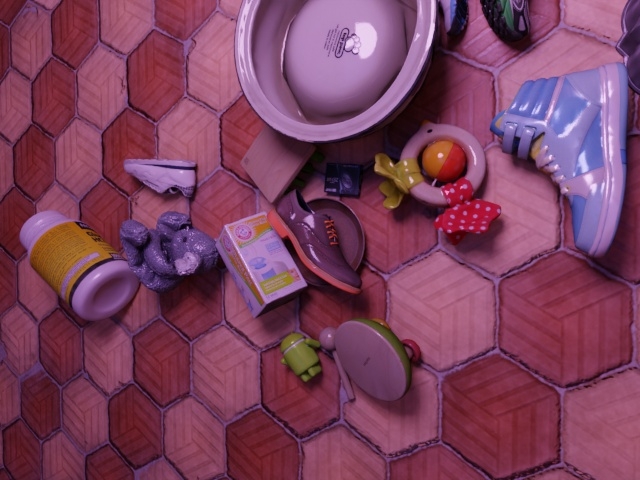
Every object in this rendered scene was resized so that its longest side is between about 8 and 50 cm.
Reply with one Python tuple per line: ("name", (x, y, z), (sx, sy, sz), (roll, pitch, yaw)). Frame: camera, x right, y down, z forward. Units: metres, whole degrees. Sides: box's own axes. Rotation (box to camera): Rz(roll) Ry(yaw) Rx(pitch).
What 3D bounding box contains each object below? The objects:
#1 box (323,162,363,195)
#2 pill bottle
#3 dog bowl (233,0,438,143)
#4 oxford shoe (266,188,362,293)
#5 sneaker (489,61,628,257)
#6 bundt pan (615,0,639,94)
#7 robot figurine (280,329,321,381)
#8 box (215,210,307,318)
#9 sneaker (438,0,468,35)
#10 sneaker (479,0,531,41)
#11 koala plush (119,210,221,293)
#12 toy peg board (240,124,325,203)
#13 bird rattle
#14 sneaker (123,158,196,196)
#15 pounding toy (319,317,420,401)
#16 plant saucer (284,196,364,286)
("box", (0.051, -0.136, 1.009), (0.083, 0.018, 0.067), (9, 95, 26))
("pill bottle", (-0.687, 0.059, 1.285), (0.333, 0.188, 0.188), (35, 106, 21))
("dog bowl", (0.038, -0.384, 0.893), (0.407, 0.150, 0.409), (1, 92, 25))
("oxford shoe", (0.000, 0.000, 0.959), (0.271, 0.097, 0.098), (45, 103, 18))
("sneaker", (0.398, -0.133, 0.783), (0.208, 0.127, 0.320), (3, 83, 24))
("bundt pan", (0.630, -0.339, 0.661), (0.330, 0.124, 0.331), (0, 91, 26))
("robot figurine", (-0.047, 0.262, 1.043), (0.101, 0.067, 0.115), (-45, 73, 25))
("box", (-0.139, 0.054, 1.038), (0.203, 0.114, 0.103), (60, 146, 13))
("sneaker", (0.240, -0.485, 0.885), (0.082, 0.071, 0.191), (-3, 82, 33))
("sneaker", (0.353, -0.527, 0.788), (0.146, 0.134, 0.344), (1, 99, 12))
("koala plush", (-0.336, 0.033, 1.123), (0.221, 0.196, 0.204), (-2, 102, 26))
("toy peg board", (-0.082, -0.187, 1.053), (0.161, 0.079, 0.161), (-51, 55, 18))
("bird rattle", (0.230, -0.123, 0.868), (0.253, 0.143, 0.207), (25, 86, 20))
("sneaker", (-0.434, -0.171, 1.215), (0.234, 0.090, 0.095), (8, 105, 27))
("pounding toy", (0.118, 0.229, 0.958), (0.236, 0.110, 0.183), (-30, 89, 53))
("plant saucer", (0.012, 0.003, 1.024), (0.198, 0.036, 0.199), (1, 91, 27))
